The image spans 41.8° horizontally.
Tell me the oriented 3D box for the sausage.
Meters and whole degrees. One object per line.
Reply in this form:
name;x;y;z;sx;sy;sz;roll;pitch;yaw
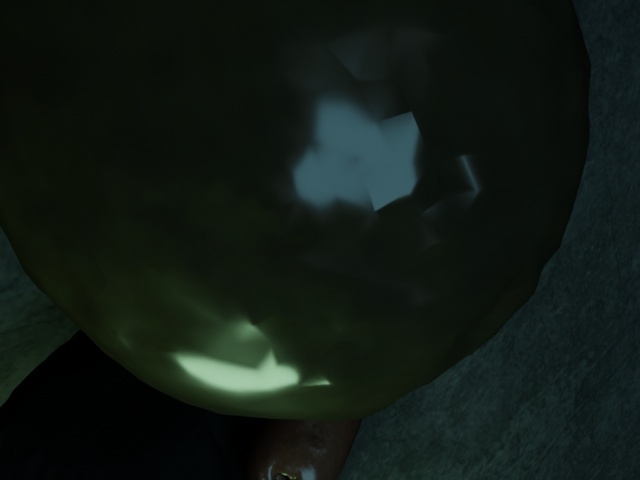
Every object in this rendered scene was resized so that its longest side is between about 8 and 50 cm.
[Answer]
sausage;0.025;0.067;0.762;0.433;0.088;0.088;-68;148;-52

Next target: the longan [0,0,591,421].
longan;-0.030;-0.104;0.557;0.404;0.404;0.436;-25;78;-23

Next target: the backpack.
backpack;-0.125;0.284;0.767;0.363;0.254;0.446;-52;149;-56
